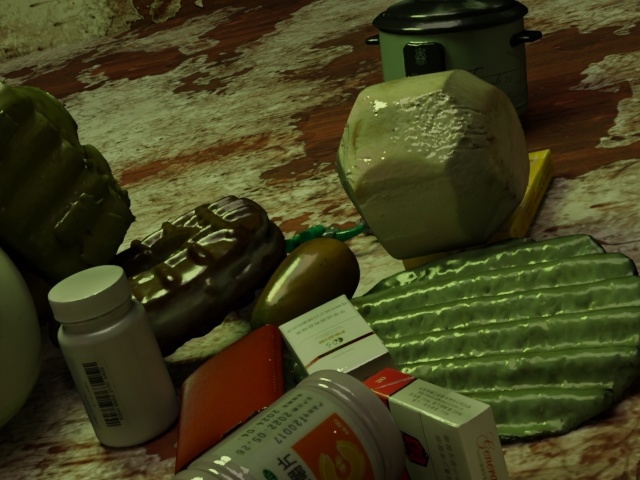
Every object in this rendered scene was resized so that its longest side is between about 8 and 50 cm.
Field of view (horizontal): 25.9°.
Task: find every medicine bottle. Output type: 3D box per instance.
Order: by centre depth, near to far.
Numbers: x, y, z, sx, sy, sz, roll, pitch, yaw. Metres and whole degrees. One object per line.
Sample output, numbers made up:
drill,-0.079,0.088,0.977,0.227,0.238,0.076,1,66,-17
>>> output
medicine bottle,-0.049,0.229,1.239,0.250,0.133,0.133,-32,25,-36
medicine bottle,-0.231,0.129,1.553,0.103,0.186,0.103,-16,21,6

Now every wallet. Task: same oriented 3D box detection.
wallet,-0.095,0.177,1.485,0.142,0.045,0.204,-37,18,11

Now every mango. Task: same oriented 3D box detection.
mango,-0.021,0.065,1.668,0.089,0.111,0.163,36,73,25

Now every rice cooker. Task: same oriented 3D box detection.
rice cooker,0.205,-0.287,2.155,0.280,0.227,0.241,5,20,31

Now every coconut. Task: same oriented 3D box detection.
coconut,0.124,-0.091,1.671,0.241,0.241,0.241,-15,21,6

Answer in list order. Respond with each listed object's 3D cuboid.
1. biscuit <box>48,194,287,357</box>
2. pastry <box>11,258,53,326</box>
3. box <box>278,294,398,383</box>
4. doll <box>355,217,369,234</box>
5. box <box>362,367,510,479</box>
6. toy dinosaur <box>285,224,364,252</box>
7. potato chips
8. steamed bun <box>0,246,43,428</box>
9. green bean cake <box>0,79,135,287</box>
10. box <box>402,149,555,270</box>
biscuit,-0.195,0.055,1.758,0.332,0.103,0.332,-27,16,9
pastry,-0.495,0.070,1.942,0.311,0.162,0.255,-31,33,-25
box,0.017,0.116,1.460,0.084,0.040,0.154,-24,26,-7
doll,0.120,-0.080,1.855,0.102,0.075,0.227,-40,-2,-45
box,0.104,0.184,1.277,0.048,0.100,0.152,-25,22,-27
toy dinosaur,0.000,0.000,1.886,0.132,0.059,0.096,-15,14,29
potato chips,0.159,0.101,1.495,0.429,0.070,0.358,-9,27,27
steamed bun,-0.473,0.122,1.670,0.309,0.309,0.309,-15,21,6
green bean cake,-0.402,-0.080,1.801,0.310,0.285,0.202,4,53,52
box,0.212,-0.042,1.832,0.152,0.043,0.269,-11,22,26
